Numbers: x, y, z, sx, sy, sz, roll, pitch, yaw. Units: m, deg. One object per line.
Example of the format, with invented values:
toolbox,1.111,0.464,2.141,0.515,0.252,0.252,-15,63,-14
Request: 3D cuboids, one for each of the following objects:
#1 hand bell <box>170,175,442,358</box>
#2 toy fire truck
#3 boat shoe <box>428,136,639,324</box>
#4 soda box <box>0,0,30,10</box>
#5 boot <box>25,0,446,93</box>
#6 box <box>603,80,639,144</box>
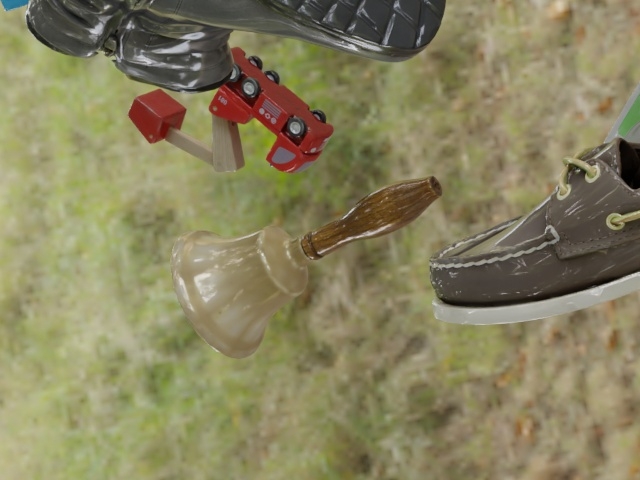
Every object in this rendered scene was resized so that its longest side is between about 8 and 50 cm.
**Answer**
hand bell,0.000,0.000,1.357,0.126,0.242,0.126,39,-144,-36
toy fire truck,-0.090,-0.117,1.568,0.192,0.047,0.135,41,122,13
boat shoe,0.213,-0.025,1.024,0.097,0.324,0.116,68,-155,-15
soda box,-0.215,-0.291,1.498,0.067,0.210,0.071,-83,-26,-64
boot,-0.071,-0.186,1.210,0.223,0.338,0.118,98,-162,-63
box,0.383,-0.021,1.258,0.262,0.231,0.127,45,123,31
